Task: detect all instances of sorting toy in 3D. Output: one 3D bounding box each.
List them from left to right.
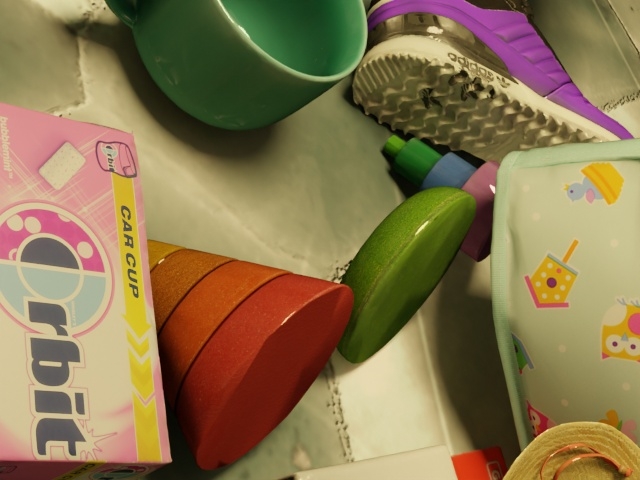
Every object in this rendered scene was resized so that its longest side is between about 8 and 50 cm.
[{"bbox_3d":[0.000,0.000,0.737,0.126,0.127,0.365,36,35,17],"label":"sorting toy"}]

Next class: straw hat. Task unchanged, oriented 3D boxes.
[{"bbox_3d":[0.138,0.177,0.717,0.144,0.061,0.144,1,88,-26],"label":"straw hat"}]

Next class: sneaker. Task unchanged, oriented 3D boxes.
[{"bbox_3d":[0.154,-0.124,0.933,0.293,0.102,0.146,27,50,-32],"label":"sneaker"}]

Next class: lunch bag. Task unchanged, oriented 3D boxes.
[{"bbox_3d":[0.234,0.055,0.760,0.160,0.223,0.262,-35,119,-54],"label":"lunch bag"}]

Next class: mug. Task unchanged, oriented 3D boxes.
[{"bbox_3d":[-0.060,-0.142,0.733,0.158,0.097,0.129,43,45,-18],"label":"mug"}]

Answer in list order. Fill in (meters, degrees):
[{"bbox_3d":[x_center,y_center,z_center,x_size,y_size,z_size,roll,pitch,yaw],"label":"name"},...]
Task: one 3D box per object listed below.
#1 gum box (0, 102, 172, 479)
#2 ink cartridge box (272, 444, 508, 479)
[{"bbox_3d":[-0.143,0.023,0.584,0.107,0.062,0.188,10,62,-42],"label":"gum box"},{"bbox_3d":[0.090,0.255,0.691,0.239,0.060,0.275,-1,69,-44],"label":"ink cartridge box"}]
